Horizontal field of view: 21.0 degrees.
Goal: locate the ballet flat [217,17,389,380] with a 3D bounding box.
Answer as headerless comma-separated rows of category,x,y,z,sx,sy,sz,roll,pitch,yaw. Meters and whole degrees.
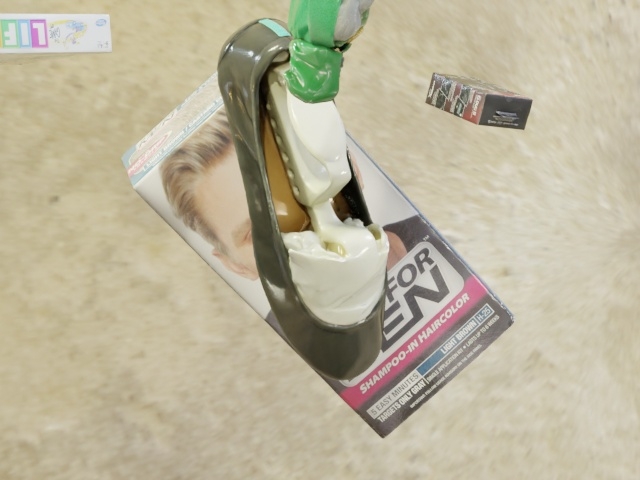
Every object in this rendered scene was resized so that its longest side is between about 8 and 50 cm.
ballet flat,-0.006,-0.022,1.244,0.095,0.096,0.280,-25,104,-22

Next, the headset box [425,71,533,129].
headset box,0.147,-0.126,1.576,0.083,0.062,0.032,30,111,47

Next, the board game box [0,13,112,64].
board game box,-0.229,-0.131,1.129,0.103,0.154,0.026,-1,94,45

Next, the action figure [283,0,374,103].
action figure,0.029,-0.186,0.950,0.063,0.137,0.232,18,100,-15

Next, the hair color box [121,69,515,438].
hair color box,0.000,0.000,1.574,0.174,0.105,0.347,-43,111,4
